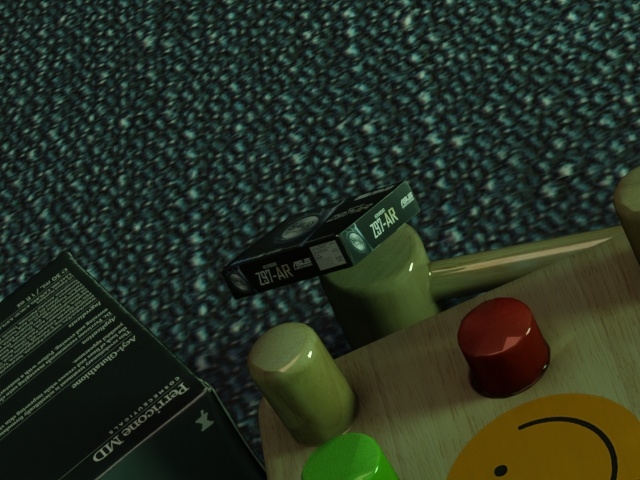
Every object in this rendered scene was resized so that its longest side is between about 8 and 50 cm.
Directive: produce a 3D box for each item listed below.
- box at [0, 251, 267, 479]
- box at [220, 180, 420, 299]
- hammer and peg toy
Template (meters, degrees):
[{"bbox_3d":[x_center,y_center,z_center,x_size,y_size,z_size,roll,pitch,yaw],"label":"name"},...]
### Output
[{"bbox_3d":[-0.175,0.150,0.914,0.261,0.103,0.184,-39,34,-11],"label":"box"},{"bbox_3d":[0.000,0.000,0.890,0.083,0.018,0.067,-16,15,41],"label":"box"},{"bbox_3d":[0.099,0.070,0.792,0.266,0.127,0.361,-24,37,10],"label":"hammer and peg toy"}]
